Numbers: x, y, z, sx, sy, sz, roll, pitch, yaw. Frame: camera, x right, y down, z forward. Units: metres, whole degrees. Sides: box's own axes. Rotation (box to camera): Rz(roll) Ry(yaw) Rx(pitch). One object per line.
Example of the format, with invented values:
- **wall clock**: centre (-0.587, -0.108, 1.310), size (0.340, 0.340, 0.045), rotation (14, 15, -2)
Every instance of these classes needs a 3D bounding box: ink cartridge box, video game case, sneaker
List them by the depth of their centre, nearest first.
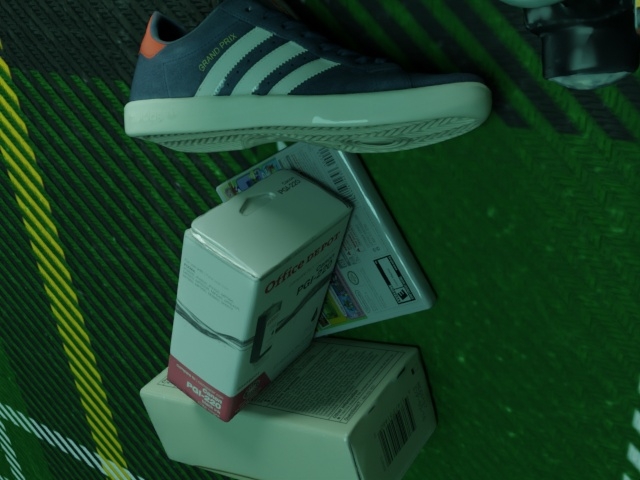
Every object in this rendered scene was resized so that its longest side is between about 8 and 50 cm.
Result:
- **sneaker**: centre (-0.023, -0.160, 0.624), size (0.350, 0.131, 0.148), rotation (4, 87, 21)
- **ink cartridge box**: centre (-0.065, 0.056, 0.719), size (0.092, 0.158, 0.218), rotation (31, 132, 20)
- **video game case**: centre (0.000, 0.000, 0.764), size (0.193, 0.023, 0.212), rotation (-22, 102, 43)

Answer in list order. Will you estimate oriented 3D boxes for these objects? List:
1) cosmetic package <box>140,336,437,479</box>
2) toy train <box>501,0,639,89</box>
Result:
- **cosmetic package**: centre (-0.041, 0.195, 0.821), size (0.309, 0.160, 0.113), rotation (0, 116, 39)
- **toy train**: centre (0.180, -0.251, 0.355), size (0.190, 0.142, 0.333), rotation (1, 98, 33)
